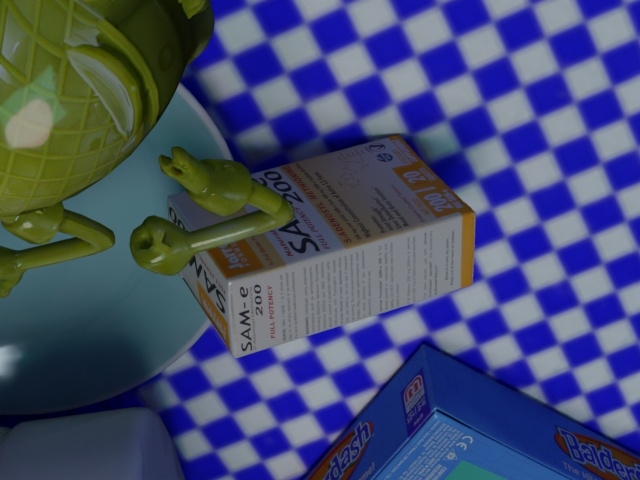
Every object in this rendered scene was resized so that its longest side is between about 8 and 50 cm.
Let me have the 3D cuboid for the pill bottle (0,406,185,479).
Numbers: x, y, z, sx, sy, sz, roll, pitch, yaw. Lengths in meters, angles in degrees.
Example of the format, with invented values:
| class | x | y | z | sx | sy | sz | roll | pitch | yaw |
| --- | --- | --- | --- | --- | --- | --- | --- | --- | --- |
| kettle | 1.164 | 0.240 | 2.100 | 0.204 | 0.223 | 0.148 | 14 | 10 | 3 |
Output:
| class | x | y | z | sx | sy | sz | roll | pitch | yaw |
| --- | --- | --- | --- | --- | --- | --- | --- | --- | --- |
| pill bottle | -0.244 | 0.182 | 0.653 | 0.392 | 0.224 | 0.224 | -8 | 125 | 2 |

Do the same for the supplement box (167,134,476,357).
| class | x | y | z | sx | sy | sz | roll | pitch | yaw |
| --- | --- | --- | --- | --- | --- | --- | --- | --- | --- |
| supplement box | 0.000 | 0.000 | 0.627 | 0.098 | 0.062 | 0.036 | -16 | 128 | -20 |

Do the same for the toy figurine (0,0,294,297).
| class | x | y | z | sx | sy | sz | roll | pitch | yaw |
| --- | --- | --- | --- | --- | --- | --- | --- | --- | --- |
| toy figurine | -0.198 | 0.055 | 0.509 | 0.362 | 0.217 | 0.191 | -6 | 144 | 16 |

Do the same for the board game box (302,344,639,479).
| class | x | y | z | sx | sy | sz | roll | pitch | yaw |
| --- | --- | --- | --- | --- | --- | --- | --- | --- | --- |
| board game box | 0.085 | 0.155 | 0.768 | 0.210 | 0.047 | 0.160 | 29 | 117 | -22 |

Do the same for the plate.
| class | x | y | z | sx | sy | sz | roll | pitch | yaw |
| --- | --- | --- | --- | --- | --- | --- | --- | --- | --- |
| plate | -0.123 | -0.010 | 0.651 | 0.188 | 0.024 | 0.188 | -3 | 125 | -4 |
